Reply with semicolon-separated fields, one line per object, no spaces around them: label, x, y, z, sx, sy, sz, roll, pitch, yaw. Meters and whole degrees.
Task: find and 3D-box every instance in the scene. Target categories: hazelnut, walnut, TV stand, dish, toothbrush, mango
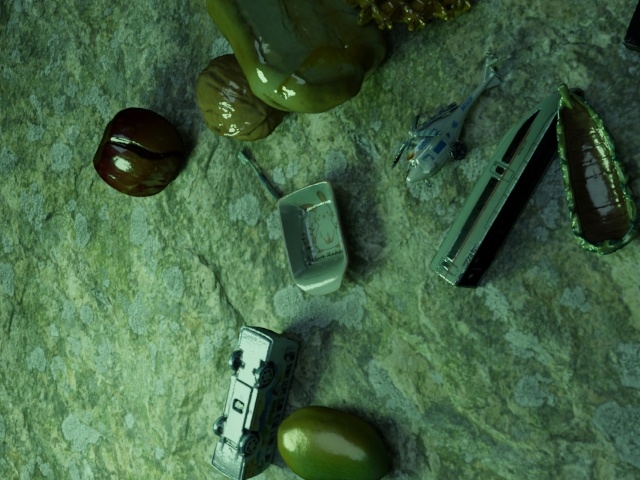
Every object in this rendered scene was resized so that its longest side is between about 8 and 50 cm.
hazelnut;-0.446;-0.223;1.884;0.234;0.218;0.218;-46;62;46
walnut;-0.175;-0.315;1.676;0.213;0.213;0.213;-2;86;36
TV stand;0.565;-0.442;1.242;0.040;0.049;0.257;26;102;33
dish;0.000;0.000;1.615;0.154;0.064;0.234;-19;76;33
toothbrush;-0.131;-0.133;1.745;0.219;0.016;0.019;50;116;27
mango;0.022;0.423;1.547;0.251;0.114;0.157;-1;80;37

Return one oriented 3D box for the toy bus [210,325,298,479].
toy bus;-0.141;0.351;1.654;0.109;0.136;0.330;20;99;37

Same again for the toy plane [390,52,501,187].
toy plane;0.252;-0.226;1.453;0.273;0.107;0.182;-52;14;-7

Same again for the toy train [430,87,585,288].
toy train;0.336;-0.104;1.370;0.088;0.086;0.407;40;110;36

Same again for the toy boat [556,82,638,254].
toy boat;0.458;-0.122;1.272;0.108;0.099;0.293;-16;88;32

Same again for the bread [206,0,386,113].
bread;-0.037;-0.406;1.556;0.341;0.300;0.210;58;161;13

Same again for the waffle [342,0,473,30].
waffle;0.152;-0.540;1.477;0.259;0.069;0.293;-7;79;2
